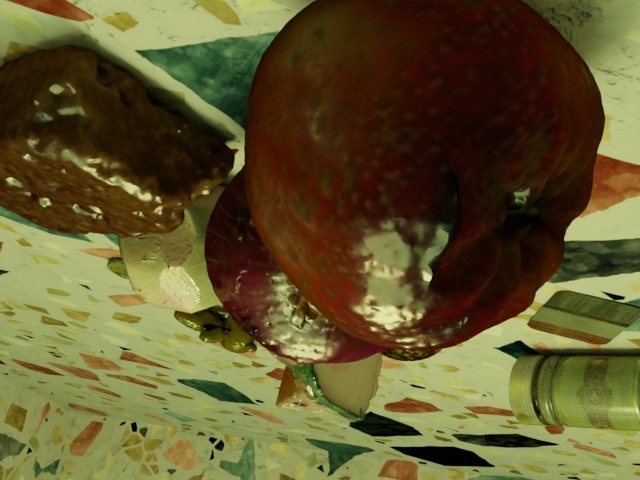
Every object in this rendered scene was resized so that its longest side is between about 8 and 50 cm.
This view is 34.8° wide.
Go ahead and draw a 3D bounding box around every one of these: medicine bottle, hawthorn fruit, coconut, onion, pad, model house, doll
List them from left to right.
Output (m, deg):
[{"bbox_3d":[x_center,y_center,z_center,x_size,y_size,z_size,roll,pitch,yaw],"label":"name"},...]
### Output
[{"bbox_3d":[-0.214,0.013,1.732,0.230,0.227,0.227,7,159,36],"label":"coconut"},{"bbox_3d":[-0.239,0.192,2.389,0.209,0.097,0.137,27,-166,-14],"label":"doll"},{"bbox_3d":[-0.027,0.286,2.328,0.237,0.202,0.237,-6,151,39],"label":"model house"},{"bbox_3d":[0.000,0.000,1.520,0.347,0.348,0.385,18,-168,-12],"label":"onion"},{"bbox_3d":[0.086,-0.089,1.116,0.402,0.403,0.403,12,159,5],"label":"hawthorn fruit"},{"bbox_3d":[0.416,0.155,1.934,0.323,0.055,0.250,-4,160,-5],"label":"pad"},{"bbox_3d":[0.566,0.311,2.102,0.322,0.151,0.151,-5,152,39],"label":"medicine bottle"}]

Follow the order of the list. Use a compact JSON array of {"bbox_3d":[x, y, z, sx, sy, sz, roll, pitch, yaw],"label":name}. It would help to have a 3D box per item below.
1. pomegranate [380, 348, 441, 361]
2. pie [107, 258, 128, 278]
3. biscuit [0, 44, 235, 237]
[{"bbox_3d":[0.125,0.111,1.768,0.247,0.214,0.214,-5,173,-38],"label":"pomegranate"},{"bbox_3d":[-0.431,0.063,2.263,0.084,0.021,0.084,13,155,6],"label":"pie"},{"bbox_3d":[-0.382,-0.129,1.557,0.395,0.166,0.342,-5,150,42],"label":"biscuit"}]
